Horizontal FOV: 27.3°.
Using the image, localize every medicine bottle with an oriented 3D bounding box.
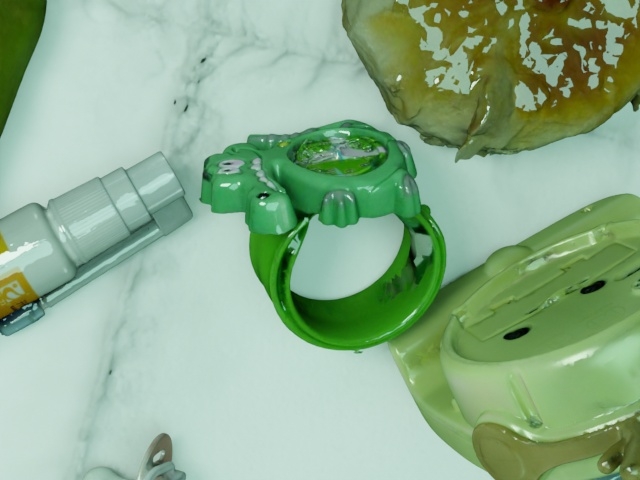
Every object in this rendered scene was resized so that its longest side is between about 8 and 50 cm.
[{"bbox_3d":[-0.195,0.014,0.929,0.221,0.061,0.092,-29,147,-6],"label":"medicine bottle"}]

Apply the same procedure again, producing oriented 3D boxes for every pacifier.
[{"bbox_3d":[-0.142,0.188,0.975,0.078,0.081,0.099,13,97,14],"label":"pacifier"}]

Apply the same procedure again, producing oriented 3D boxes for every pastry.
[{"bbox_3d":[0.136,-0.183,0.940,0.236,0.121,0.257,-1,100,-12],"label":"pastry"}]

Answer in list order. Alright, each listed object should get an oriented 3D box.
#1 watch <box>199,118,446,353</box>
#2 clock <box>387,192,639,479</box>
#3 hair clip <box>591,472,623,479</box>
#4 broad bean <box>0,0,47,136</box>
[{"bbox_3d":[0.000,0.000,0.957,0.165,0.131,0.152,-14,121,-14],"label":"watch"},{"bbox_3d":[0.190,0.071,0.901,0.235,0.308,0.096,-29,106,-7],"label":"clock"},{"bbox_3d":[0.354,0.319,1.019,0.392,0.238,0.318,-24,104,-8],"label":"hair clip"},{"bbox_3d":[-0.243,-0.106,0.895,0.075,0.067,0.325,18,92,6],"label":"broad bean"}]
